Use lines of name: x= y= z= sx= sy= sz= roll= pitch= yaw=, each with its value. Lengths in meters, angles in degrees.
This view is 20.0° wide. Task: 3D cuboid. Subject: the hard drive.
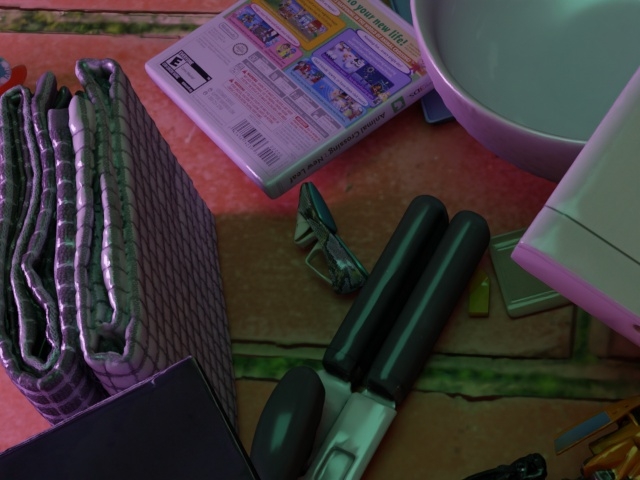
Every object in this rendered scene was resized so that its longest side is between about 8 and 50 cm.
hard drive: x=0.326 y=-0.063 z=1.279 sx=0.233 sy=0.047 sz=0.353 roll=34 pitch=71 yaw=6

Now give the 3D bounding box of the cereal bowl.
cereal bowl: x=0.246 y=-0.174 z=1.462 sx=0.339 sy=0.141 sz=0.339 roll=-4 pitch=58 yaw=7

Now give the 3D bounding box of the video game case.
video game case: x=-0.021 y=-0.148 z=1.562 sx=0.193 sy=0.023 sz=0.212 roll=-36 pitch=48 yaw=-11

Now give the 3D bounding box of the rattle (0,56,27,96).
rattle: x=-0.367 y=-0.098 z=1.597 sx=0.200 sy=0.130 sz=0.142 roll=9 pitch=68 yaw=-13

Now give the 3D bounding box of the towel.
towel: x=-0.160 y=0.035 z=1.364 sx=0.121 sy=0.235 sz=0.283 roll=-16 pitch=55 yaw=9

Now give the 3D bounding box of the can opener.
can opener: x=0.035 y=0.082 z=1.369 sx=0.076 sy=0.095 sz=0.283 roll=22 pitch=71 yaw=24

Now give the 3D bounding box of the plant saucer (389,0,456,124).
plant saucer: x=0.103 y=-0.179 z=1.575 sx=0.067 sy=0.018 sz=0.192 roll=-16 pitch=56 yaw=2

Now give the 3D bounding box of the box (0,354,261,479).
box: x=-0.144 y=0.270 z=1.164 sx=0.294 sy=0.296 sz=0.182 roll=-28 pitch=55 yaw=-6

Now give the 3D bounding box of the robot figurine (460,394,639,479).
robot figurine: x=0.201 y=0.210 z=1.257 sx=0.291 sy=0.085 sz=0.211 roll=-28 pitch=55 yaw=-7

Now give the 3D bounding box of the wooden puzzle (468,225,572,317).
wooden puzzle: x=0.171 y=0.022 z=1.431 sx=0.116 sy=0.014 sz=0.078 roll=-9 pitch=60 yaw=6

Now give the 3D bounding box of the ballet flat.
ballet flat: x=0.000 y=0.000 z=1.468 sx=0.041 sy=0.041 sz=0.114 roll=-27 pitch=55 yaw=-6
